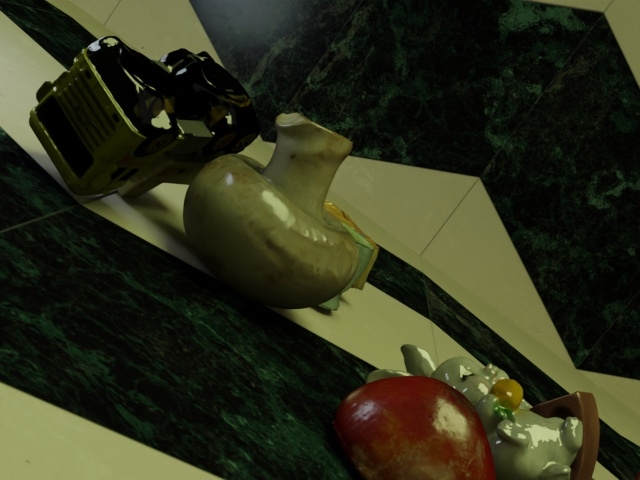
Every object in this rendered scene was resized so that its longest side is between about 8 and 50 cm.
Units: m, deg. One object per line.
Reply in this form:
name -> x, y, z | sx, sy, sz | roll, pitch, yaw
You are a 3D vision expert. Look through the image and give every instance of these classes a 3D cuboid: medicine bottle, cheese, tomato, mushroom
medicine bottle -> 0.005, 0.036, 1.803 | 0.147, 0.143, 0.147 | 32, 9, -5
cheese -> 0.393, 0.324, 1.675 | 0.203, 0.177, 0.128 | 42, 11, 30
tomato -> 0.138, 0.251, 1.230 | 0.233, 0.139, 0.200 | 35, 16, -9
mushroom -> -0.054, -0.048, 1.543 | 0.297, 0.290, 0.297 | 34, 10, -7

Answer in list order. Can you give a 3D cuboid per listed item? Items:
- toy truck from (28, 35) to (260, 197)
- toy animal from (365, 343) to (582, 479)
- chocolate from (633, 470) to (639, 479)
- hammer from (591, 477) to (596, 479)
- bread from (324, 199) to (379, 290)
toy truck -> -0.272, -0.175, 1.557 | 0.180, 0.254, 0.405 | 54, 20, 9
toy animal -> 0.231, 0.267, 1.484 | 0.325, 0.154, 0.208 | 18, 23, 24
chocolate -> 0.497, 0.434, 1.356 | 0.235, 0.237, 0.108 | 33, -1, -13
hammer -> 0.502, 0.479, 1.731 | 0.159, 0.041, 0.226 | 29, 11, -27
bread -> 0.000, 0.000, 1.994 | 0.179, 0.133, 0.250 | 25, 13, -46
